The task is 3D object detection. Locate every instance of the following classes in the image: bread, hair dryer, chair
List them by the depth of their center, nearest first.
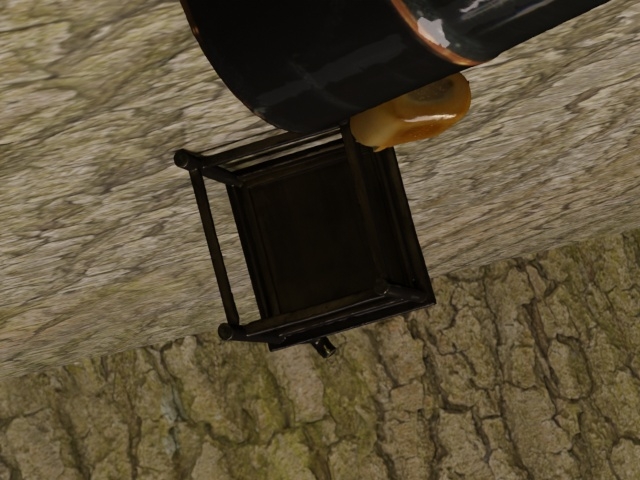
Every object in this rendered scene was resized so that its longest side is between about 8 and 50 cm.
[{"bbox_3d":[0.112,-0.140,0.767,0.189,0.107,0.352,-21,180,33],"label":"hair dryer"},{"bbox_3d":[0.057,-0.089,1.215,0.062,0.049,0.103,-6,173,-10],"label":"bread"},{"bbox_3d":[0.000,0.000,1.411,0.141,0.155,0.260,-16,172,12],"label":"chair"}]
